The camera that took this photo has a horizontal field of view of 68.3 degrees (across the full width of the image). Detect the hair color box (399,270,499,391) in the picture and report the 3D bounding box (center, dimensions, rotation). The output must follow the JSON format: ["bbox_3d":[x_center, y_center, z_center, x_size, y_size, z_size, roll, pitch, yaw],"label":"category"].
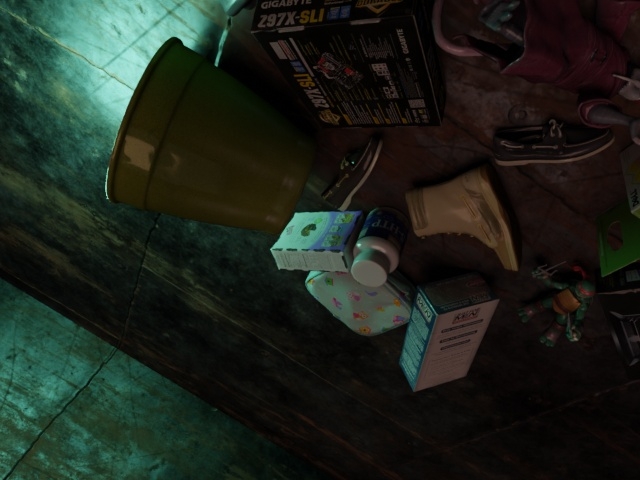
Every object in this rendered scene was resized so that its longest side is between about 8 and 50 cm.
[{"bbox_3d":[0.327,0.248,1.248,0.173,0.105,0.347,-12,135,-15],"label":"hair color box"}]

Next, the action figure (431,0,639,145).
[{"bbox_3d":[0.378,-0.278,0.734,0.370,0.248,0.275,16,179,-24],"label":"action figure"}]

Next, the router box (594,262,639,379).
[{"bbox_3d":[0.775,0.177,1.034,0.242,0.081,0.309,-14,122,35],"label":"router box"}]

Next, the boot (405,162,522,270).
[{"bbox_3d":[0.322,-0.029,1.054,0.203,0.095,0.262,-15,120,35],"label":"boot"}]

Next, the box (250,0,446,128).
[{"bbox_3d":[0.070,-0.301,0.821,0.257,0.079,0.322,6,167,23],"label":"box"}]

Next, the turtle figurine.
[{"bbox_3d":[0.552,0.146,1.075,0.118,0.175,0.234,-10,148,-12],"label":"turtle figurine"}]

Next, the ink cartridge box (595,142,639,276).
[{"bbox_3d":[0.565,-0.079,0.823,0.097,0.189,0.255,33,136,-7],"label":"ink cartridge box"}]

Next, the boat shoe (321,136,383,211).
[{"bbox_3d":[0.068,-0.153,1.073,0.068,0.081,0.228,27,139,-5],"label":"boat shoe"}]

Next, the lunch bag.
[{"bbox_3d":[0.121,0.133,1.291,0.279,0.108,0.224,42,129,-17],"label":"lunch bag"}]

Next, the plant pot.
[{"bbox_3d":[-0.208,-0.180,1.024,0.352,0.367,0.366,23,137,-12],"label":"plant pot"}]

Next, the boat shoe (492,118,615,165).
[{"bbox_3d":[0.424,-0.188,0.875,0.206,0.075,0.065,-4,131,34],"label":"boat shoe"}]

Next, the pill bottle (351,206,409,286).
[{"bbox_3d":[0.139,0.016,1.118,0.111,0.187,0.112,13,135,14],"label":"pill bottle"}]

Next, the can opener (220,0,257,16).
[{"bbox_3d":[-0.093,-0.428,0.805,0.283,0.076,0.095,14,133,63],"label":"can opener"}]

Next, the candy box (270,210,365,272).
[{"bbox_3d":[0.000,0.000,1.187,0.196,0.165,0.070,1,128,26],"label":"candy box"}]
